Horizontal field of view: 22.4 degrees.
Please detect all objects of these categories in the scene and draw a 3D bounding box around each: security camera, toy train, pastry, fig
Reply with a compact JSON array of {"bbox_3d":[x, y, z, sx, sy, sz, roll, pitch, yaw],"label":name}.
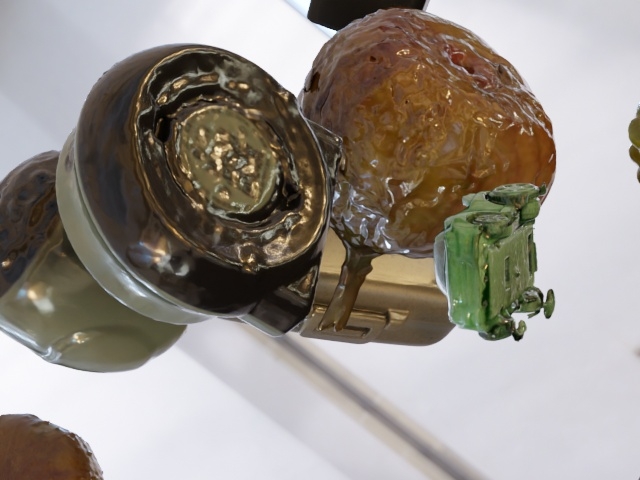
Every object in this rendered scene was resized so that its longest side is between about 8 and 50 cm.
[{"bbox_3d":[-0.140,-0.005,1.171,0.277,0.191,0.197,-33,-143,45],"label":"security camera"},{"bbox_3d":[0.116,0.012,1.135,0.081,0.099,0.149,2,-165,27],"label":"toy train"},{"bbox_3d":[-0.333,0.290,1.761,0.218,0.100,0.229,-25,-125,19],"label":"pastry"},{"bbox_3d":[0.069,-0.049,1.719,0.368,0.286,0.286,-59,-174,21],"label":"fig"}]

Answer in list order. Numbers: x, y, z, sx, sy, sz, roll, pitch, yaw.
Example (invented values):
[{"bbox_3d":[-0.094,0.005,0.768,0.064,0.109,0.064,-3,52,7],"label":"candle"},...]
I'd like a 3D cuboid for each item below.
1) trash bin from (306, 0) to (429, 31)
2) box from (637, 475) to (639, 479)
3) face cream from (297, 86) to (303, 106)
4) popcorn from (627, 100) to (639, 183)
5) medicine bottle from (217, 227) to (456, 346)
[{"bbox_3d":[0.087,-0.387,2.164,0.115,0.165,0.225,-63,172,-60],"label":"trash bin"},{"bbox_3d":[0.244,0.210,0.995,0.071,0.159,0.240,49,-51,45],"label":"box"},{"bbox_3d":[0.032,-0.145,1.900,0.117,0.117,0.104,-53,-146,-6],"label":"face cream"},{"bbox_3d":[0.477,-0.128,1.838,0.237,0.252,0.205,-12,121,-72],"label":"popcorn"},{"bbox_3d":[0.000,0.000,1.986,0.123,0.375,0.282,-55,-145,40],"label":"medicine bottle"}]
